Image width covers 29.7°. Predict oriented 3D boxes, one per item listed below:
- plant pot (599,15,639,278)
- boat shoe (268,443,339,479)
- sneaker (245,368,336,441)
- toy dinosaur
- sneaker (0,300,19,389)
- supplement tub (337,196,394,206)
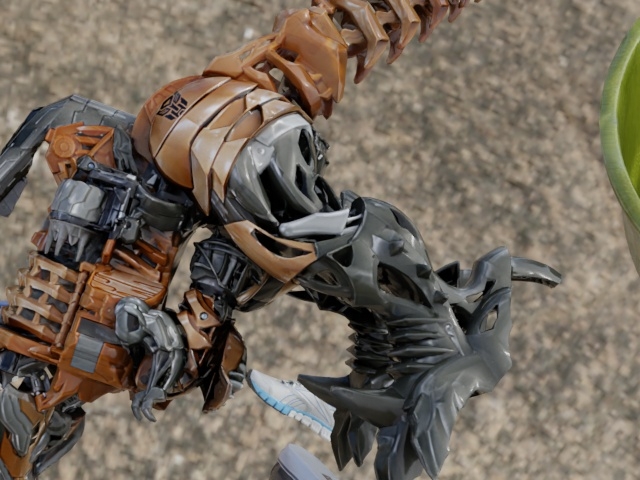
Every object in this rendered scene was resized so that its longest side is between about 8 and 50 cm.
[{"bbox_3d":[0.362,0.050,0.727,0.367,0.353,0.366,-8,45,8],"label":"plant pot"},{"bbox_3d":[-0.001,0.300,1.286,0.080,0.076,0.228,33,3,-35],"label":"boat shoe"},{"bbox_3d":[-0.022,0.228,1.786,0.191,0.083,0.071,31,3,-18],"label":"sneaker"},{"bbox_3d":[-0.025,-0.003,0.520,0.218,0.322,0.164,42,14,-2],"label":"toy dinosaur"},{"bbox_3d":[-0.491,0.149,1.498,0.182,0.127,0.315,6,15,13],"label":"sneaker"},{"bbox_3d":[0.000,0.000,1.521,0.190,0.117,0.117,5,43,-21],"label":"supplement tub"}]
